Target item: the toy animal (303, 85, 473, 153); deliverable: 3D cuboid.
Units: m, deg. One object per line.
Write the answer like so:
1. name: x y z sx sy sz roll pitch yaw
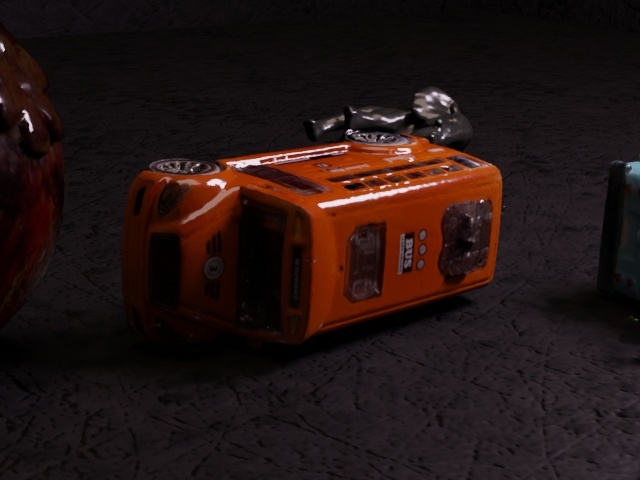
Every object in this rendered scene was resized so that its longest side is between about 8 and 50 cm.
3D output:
1. toy animal: 0.088 -0.132 1.486 0.146 0.115 0.245 -8 20 -31

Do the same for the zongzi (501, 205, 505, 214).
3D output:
1. zongzi: 0.109 -0.034 1.246 0.130 0.062 0.154 8 15 -23

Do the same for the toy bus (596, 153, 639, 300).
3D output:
1. toy bus: 0.405 -0.008 1.103 0.271 0.133 0.164 -7 19 -29

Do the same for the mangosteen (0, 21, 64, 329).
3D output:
1. mangosteen: -0.352 -0.040 0.835 0.359 0.306 0.306 -18 12 15

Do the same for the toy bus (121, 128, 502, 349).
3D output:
1. toy bus: 0.000 0.000 0.993 0.329 0.143 0.153 -11 22 -43

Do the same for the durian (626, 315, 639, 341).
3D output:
1. durian: 0.356 0.069 0.948 0.215 0.086 0.100 11 33 27
